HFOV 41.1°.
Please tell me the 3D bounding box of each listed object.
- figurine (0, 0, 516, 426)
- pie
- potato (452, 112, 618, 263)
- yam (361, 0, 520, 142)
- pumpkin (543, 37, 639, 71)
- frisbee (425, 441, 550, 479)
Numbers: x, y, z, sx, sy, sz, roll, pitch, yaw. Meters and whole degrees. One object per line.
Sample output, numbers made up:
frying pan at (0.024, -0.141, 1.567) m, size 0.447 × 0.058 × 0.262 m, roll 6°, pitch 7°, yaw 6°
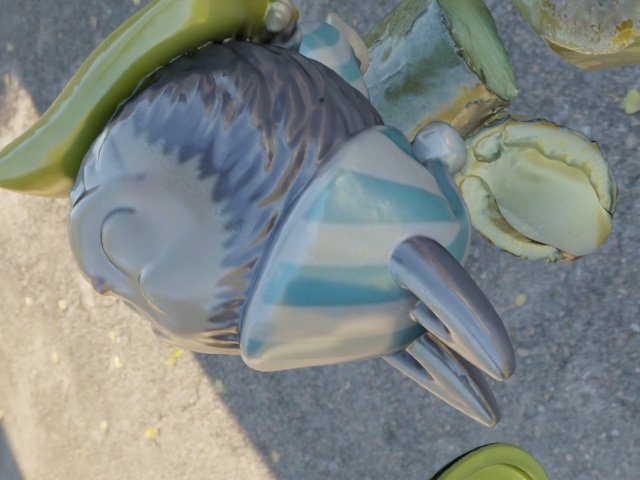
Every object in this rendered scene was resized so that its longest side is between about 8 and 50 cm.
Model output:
figurine at (0.000, 0.000, 0.683) m, size 0.266 × 0.361 × 0.377 m, roll -42°, pitch 83°, yaw 31°
pie at (0.321, -0.308, 0.987) m, size 0.218 × 0.052 × 0.185 m, roll 4°, pitch 101°, yaw 13°
potato at (0.323, -0.102, 1.392) m, size 0.242 × 0.286 × 0.242 m, roll -163°, pitch 90°, yaw -84°
yam at (0.095, -0.171, 1.070) m, size 0.300 × 0.195 × 0.195 m, roll -38°, pitch 68°, yaw 35°
pumpkin at (0.475, -0.401, 1.218) m, size 0.199 × 0.332 × 0.332 m, roll 34°, pitch 121°, yaw 57°
frisbee at (0.080, 0.233, 0.494) m, size 0.017 × 0.236 × 0.235 m, roll 6°, pitch 100°, yaw 42°
